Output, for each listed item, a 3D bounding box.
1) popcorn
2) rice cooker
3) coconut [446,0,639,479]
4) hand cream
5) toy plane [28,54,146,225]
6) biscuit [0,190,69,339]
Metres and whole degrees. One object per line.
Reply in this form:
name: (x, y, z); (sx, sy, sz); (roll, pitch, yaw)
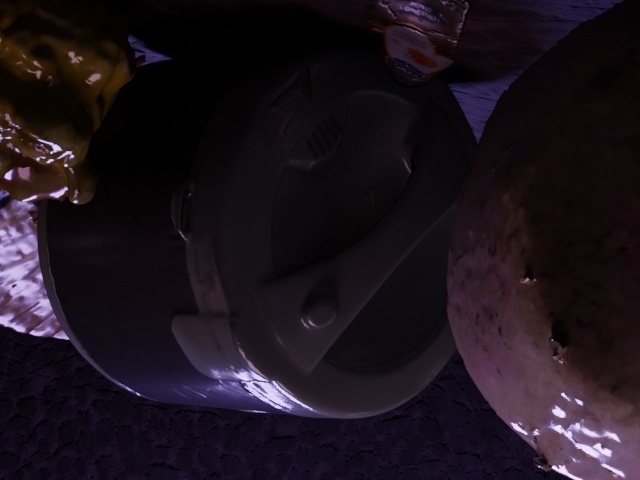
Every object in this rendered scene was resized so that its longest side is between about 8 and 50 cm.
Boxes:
popcorn: (-0.226, -0.114, 1.370); (0.197, 0.156, 0.197); (21, 168, 5)
rice cooker: (-0.035, -0.008, 1.476); (0.277, 0.288, 0.288); (-1, 167, 45)
coconut: (0.255, 0.016, 1.177); (0.352, 0.353, 0.352); (9, 171, 1)
hand cream: (0.063, -0.136, 1.309); (0.062, 0.039, 0.163); (25, 170, 5)
toy plane: (-0.219, -0.094, 1.571); (0.135, 0.188, 0.062); (55, 172, -28)
biscuit: (-0.172, -0.018, 1.753); (0.317, 0.040, 0.318); (-13, 145, -9)
